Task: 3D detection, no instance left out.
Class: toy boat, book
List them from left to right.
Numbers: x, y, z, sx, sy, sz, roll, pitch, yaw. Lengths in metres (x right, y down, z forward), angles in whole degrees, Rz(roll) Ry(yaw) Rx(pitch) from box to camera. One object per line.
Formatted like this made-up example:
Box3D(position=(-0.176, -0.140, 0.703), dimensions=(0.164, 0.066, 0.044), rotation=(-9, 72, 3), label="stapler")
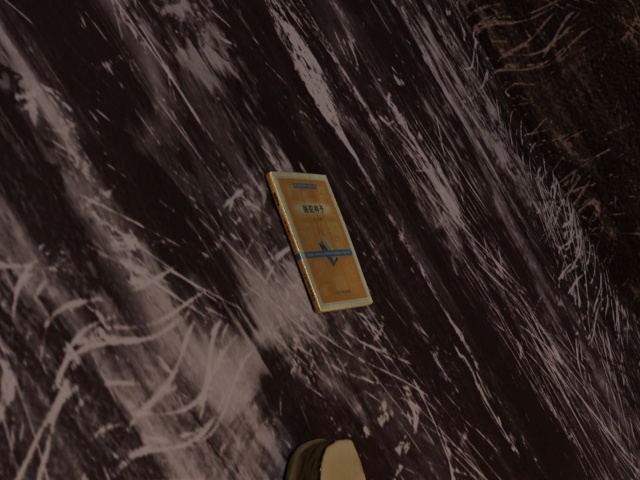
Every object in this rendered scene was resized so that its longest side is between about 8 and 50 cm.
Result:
Box3D(position=(0.001, 0.000, 1.604), dimensions=(0.170, 0.018, 0.241), rotation=(-3, 69, -58), label="book")
Box3D(position=(0.009, 0.338, 1.303), dimensions=(0.116, 0.061, 0.188), rotation=(46, 33, -26), label="toy boat")
